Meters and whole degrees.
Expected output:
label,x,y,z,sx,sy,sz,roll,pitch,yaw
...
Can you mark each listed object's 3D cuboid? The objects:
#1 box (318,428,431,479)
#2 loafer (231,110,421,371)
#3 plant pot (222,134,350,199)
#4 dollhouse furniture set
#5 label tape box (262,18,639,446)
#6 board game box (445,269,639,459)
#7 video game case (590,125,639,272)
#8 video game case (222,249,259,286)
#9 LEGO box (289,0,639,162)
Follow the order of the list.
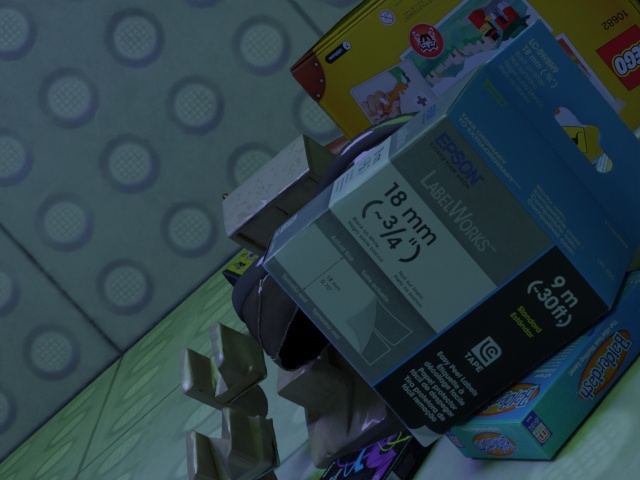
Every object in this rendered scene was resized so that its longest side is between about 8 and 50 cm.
label,x,y,z,sx,sy,sz,roll,pitch,yaw
box,0.041,0.262,1.465,0.162,0.029,0.116,-34,12,46
loafer,0.048,0.012,1.433,0.366,0.134,0.130,-50,47,36
plant pot,0.017,-0.039,2.339,0.265,0.272,0.272,-34,8,-5
dollhouse furniture set,0.036,0.102,1.704,0.362,0.256,0.394,-38,41,27
label tape box,0.148,-0.006,1.277,0.333,0.240,0.106,-39,9,14
board game box,0.225,0.118,1.298,0.210,0.047,0.160,-44,10,-21
video game case,0.301,-0.011,1.545,0.244,0.061,0.269,-39,10,28
video game case,0.000,0.000,2.078,0.248,0.035,0.275,-43,25,-15
LEGO box,0.261,-0.245,1.827,0.500,0.372,0.193,-32,13,44
